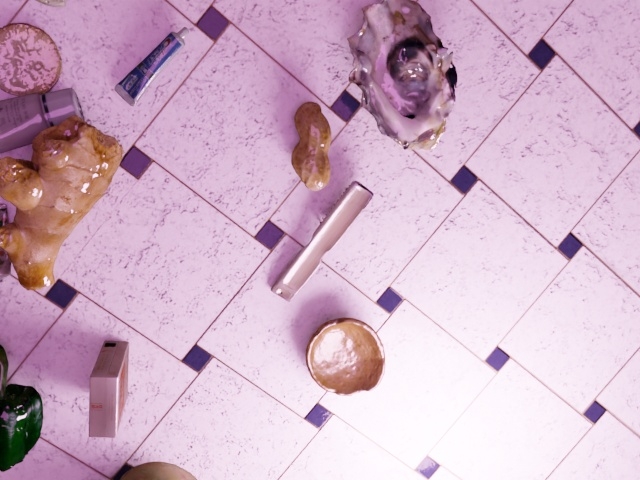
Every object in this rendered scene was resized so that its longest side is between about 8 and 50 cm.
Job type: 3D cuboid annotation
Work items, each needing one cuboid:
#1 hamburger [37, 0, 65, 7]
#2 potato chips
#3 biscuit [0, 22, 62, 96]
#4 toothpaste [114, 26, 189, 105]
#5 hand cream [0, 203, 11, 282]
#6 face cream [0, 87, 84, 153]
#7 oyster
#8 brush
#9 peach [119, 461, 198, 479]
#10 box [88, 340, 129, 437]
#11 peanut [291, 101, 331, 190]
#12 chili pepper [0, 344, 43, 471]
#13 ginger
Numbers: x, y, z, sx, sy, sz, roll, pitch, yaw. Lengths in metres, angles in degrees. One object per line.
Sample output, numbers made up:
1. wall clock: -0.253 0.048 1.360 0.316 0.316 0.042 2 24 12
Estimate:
1. hamburger: -0.539 -0.516 1.432 0.084 0.054 0.121 -1 111 -13
2. potato chips: 0.062 0.268 1.742 0.208 0.062 0.195 29 102 -18
3. biscuit: -0.593 -0.358 1.475 0.152 0.020 0.152 -3 105 -11
4. toothpaste: -0.340 -0.363 1.519 0.057 0.035 0.197 44 94 -2
5. hand cream: -0.676 0.006 1.548 0.057 0.037 0.165 -6 99 -10
6. face cream: -0.631 -0.227 1.460 0.314 0.089 0.143 -15 69 -9
7. oyster: 0.175 -0.344 1.591 0.238 0.115 0.351 -32 113 -11
8. brush: 0.000 0.000 1.675 0.060 0.050 0.321 33 103 -20
9. peach: -0.376 0.646 1.661 0.292 0.247 0.292 -16 117 -35
10. box: -0.449 0.312 1.577 0.058 0.201 0.141 3 102 -8
11. peanut: -0.020 -0.203 1.600 0.089 0.089 0.192 -1 100 -11
12. chili pepper: -0.690 0.353 1.563 0.174 0.165 0.261 3 101 0
13. ginger: -0.539 -0.067 1.463 0.166 0.236 0.375 24 91 14
